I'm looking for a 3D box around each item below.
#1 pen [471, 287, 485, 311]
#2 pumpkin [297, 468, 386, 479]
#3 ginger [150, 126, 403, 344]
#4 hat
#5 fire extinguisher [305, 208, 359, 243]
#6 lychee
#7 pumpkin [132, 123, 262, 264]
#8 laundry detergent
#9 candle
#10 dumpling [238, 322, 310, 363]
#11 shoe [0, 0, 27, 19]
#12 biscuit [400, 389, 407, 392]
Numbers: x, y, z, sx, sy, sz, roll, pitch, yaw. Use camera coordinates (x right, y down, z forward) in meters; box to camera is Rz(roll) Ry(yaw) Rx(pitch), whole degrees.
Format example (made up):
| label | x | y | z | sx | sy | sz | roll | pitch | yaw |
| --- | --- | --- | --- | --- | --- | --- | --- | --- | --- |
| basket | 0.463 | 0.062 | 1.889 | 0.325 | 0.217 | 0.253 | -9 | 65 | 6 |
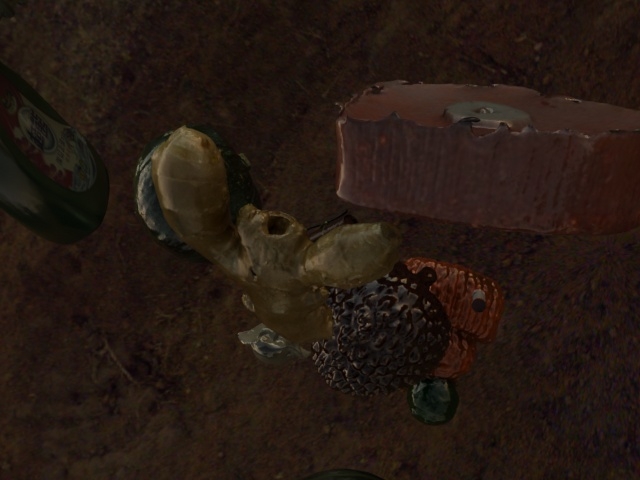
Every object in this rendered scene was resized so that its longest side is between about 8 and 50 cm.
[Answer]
| label | x | y | z | sx | sy | sz | roll | pitch | yaw |
| --- | --- | --- | --- | --- | --- | --- | --- | --- | --- |
| pen | 0.311 | 0.114 | 1.133 | 0.028 | 0.239 | 0.028 | 0 | 90 | 15 |
| pumpkin | 0.014 | 0.360 | 0.494 | 0.207 | 0.300 | 0.300 | 19 | 98 | 6 |
| ginger | -0.090 | 0.031 | 0.862 | 0.363 | 0.122 | 0.348 | 19 | 139 | 1 |
| hat | 0.282 | 0.249 | 1.484 | 0.285 | 0.285 | 0.400 | 24 | 91 | 25 |
| fire extinguisher | 0.000 | 0.000 | 0.889 | 0.132 | 0.039 | 0.056 | -27 | 81 | 40 |
| lychee | 0.125 | 0.177 | 1.224 | 0.330 | 0.306 | 0.306 | -46 | 70 | 2 |
| pumpkin | -0.252 | -0.082 | 1.213 | 0.263 | 0.293 | 0.197 | -36 | 28 | 0 |
| laundry detergent | -0.259 | -0.098 | 0.462 | 0.063 | 0.211 | 0.137 | -24 | 46 | 10 |
| candle | 0.144 | -0.080 | 0.576 | 0.317 | 0.287 | 0.131 | 31 | 124 | 53 |
| dumpling | -0.113 | 0.250 | 1.413 | 0.188 | 0.127 | 0.108 | 19 | 79 | 0 |
| shoe | -0.227 | -0.215 | 0.374 | 0.109 | 0.293 | 0.149 | 22 | 124 | -14 |
| biscuit | 0.235 | 0.354 | 1.588 | 0.019 | 0.102 | 0.130 | 9 | 107 | -3 |
